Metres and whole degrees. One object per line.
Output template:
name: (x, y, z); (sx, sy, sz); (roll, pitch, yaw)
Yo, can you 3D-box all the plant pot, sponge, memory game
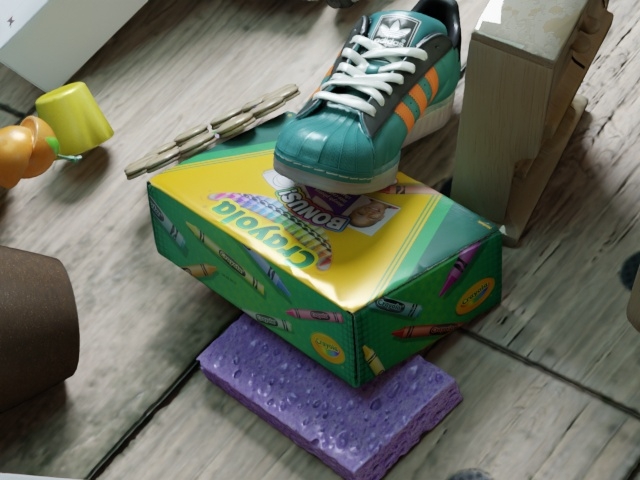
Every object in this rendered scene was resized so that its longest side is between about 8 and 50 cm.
plant pot: (-0.333, 0.080, 1.572); (0.230, 0.215, 0.215); (-8, 41, -22)
sponge: (0.004, 0.114, 1.518); (0.117, 0.031, 0.210); (-43, 47, -17)
memory game: (-0.102, -0.102, 1.697); (0.186, 0.012, 0.186); (-26, 9, 4)

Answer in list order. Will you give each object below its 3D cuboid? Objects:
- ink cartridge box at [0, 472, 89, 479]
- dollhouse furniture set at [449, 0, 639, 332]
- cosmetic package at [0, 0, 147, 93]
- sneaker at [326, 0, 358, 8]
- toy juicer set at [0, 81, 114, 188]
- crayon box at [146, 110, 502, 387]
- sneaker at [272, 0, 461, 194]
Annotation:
ink cartridge box: (-0.222, 0.312, 1.415); (0.296, 0.066, 0.261); (1, 51, 24)
dollhouse furniture set: (0.320, -0.072, 1.468); (0.394, 0.256, 0.362); (23, 61, 13)
cosmetic package: (-0.219, -0.376, 1.922); (0.377, 0.097, 0.284); (-42, 41, 15)
sneaker: (0.097, -0.331, 1.830); (0.108, 0.100, 0.271); (29, 66, 33)
toy juicer set: (-0.371, -0.046, 1.757); (0.329, 0.089, 0.209); (-17, 15, 15)
crayon box: (0.000, 0.000, 1.554); (0.165, 0.081, 0.278); (-29, 42, -30)
sneaker: (0.045, -0.135, 1.567); (0.108, 0.121, 0.302); (17, 27, 15)
